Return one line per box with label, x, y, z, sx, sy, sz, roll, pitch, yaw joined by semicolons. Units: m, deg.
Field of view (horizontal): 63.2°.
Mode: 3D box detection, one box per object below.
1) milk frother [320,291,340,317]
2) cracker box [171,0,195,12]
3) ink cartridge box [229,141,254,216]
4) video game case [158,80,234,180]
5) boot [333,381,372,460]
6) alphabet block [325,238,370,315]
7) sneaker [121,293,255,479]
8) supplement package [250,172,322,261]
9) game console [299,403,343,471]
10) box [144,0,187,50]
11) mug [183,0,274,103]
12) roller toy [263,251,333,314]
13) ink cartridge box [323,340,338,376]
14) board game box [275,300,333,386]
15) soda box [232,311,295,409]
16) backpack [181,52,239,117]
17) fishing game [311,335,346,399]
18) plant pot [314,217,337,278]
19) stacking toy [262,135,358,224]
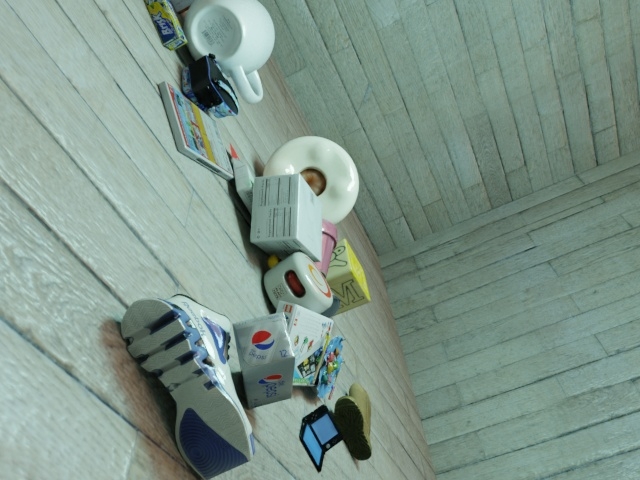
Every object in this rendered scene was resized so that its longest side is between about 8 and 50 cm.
milk frother;0.000;0.217;1.710;0.143;0.129;0.135;51;-2;-31
cracker box;-0.465;-0.908;1.739;0.067;0.155;0.232;-83;149;-69
ink cartridge box;-0.223;-0.186;1.652;0.181;0.056;0.225;66;9;-52
video game case;-0.340;-0.297;1.457;0.285;0.025;0.204;31;38;-72
boot;0.110;0.554;1.725;0.269;0.089;0.236;-72;148;-73
alphabet block;0.052;0.145;1.948;0.192;0.197;0.193;-98;161;-51
sneaker;-0.191;0.217;0.886;0.316;0.127;0.182;64;14;-4
supplement package;-0.096;-0.059;1.597;0.262;0.145;0.204;49;40;-68
game console;0.005;0.512;1.354;0.122;0.107;0.071;64;-17;-15
box;-0.456;-0.651;1.526;0.169;0.059;0.054;67;13;0
mug;-0.287;-0.634;1.720;0.328;0.276;0.374;-83;152;-69
roller toy;-0.071;0.143;1.525;0.209;0.146;0.191;51;12;-28
ink cartridge box;-0.015;0.333;1.619;0.109;0.062;0.209;-97;160;-50
board game box;-0.053;0.276;1.349;0.305;0.053;0.193;41;62;-66
soda box;-0.108;0.242;1.014;0.286;0.098;0.091;97;-22;-59
backpack;-0.326;-0.449;1.582;0.173;0.116;0.158;50;20;-53
fishing game;0.038;0.367;1.505;0.264;0.041;0.189;70;38;-58
plant pot;-0.042;0.043;1.791;0.201;0.201;0.180;51;35;-54
stacking toy;-0.045;-0.180;2.071;0.480;0.350;0.351;110;-42;-81
